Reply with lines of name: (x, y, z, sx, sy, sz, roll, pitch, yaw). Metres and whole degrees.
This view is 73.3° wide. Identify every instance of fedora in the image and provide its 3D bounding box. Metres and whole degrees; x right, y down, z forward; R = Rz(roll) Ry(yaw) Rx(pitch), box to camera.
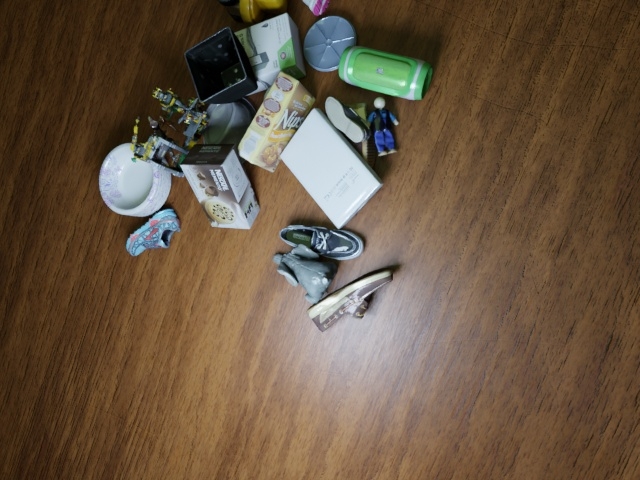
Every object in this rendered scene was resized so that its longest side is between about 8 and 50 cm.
fedora: (-0.365, -0.426, 1.634, 0.243, 0.124, 0.276, 27, 97, 18)

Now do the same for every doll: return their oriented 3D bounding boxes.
doll: (0.214, -0.387, 1.456, 0.129, 0.046, 0.189, -16, 100, -23)

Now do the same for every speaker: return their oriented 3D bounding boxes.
speaker: (0.216, -0.564, 1.446, 0.296, 0.131, 0.131, 21, 95, 18)

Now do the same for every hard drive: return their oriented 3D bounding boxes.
hard drive: (0.030, -0.248, 1.501, 0.353, 0.047, 0.233, 51, 125, 12)

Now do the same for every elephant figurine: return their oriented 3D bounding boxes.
elephant figurine: (-0.075, 0.096, 1.484, 0.239, 0.169, 0.186, 33, 125, 8)

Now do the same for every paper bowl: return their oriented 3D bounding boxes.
paper bowl: (-0.730, -0.239, 1.737, 0.284, 0.148, 0.285, -1, 87, 19)

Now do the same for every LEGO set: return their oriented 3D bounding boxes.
LEGO set: (-0.558, -0.391, 1.521, 0.255, 0.192, 0.331, 38, 96, 14)

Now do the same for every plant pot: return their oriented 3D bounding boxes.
plant pot: (-0.320, -0.576, 1.484, 0.187, 0.167, 0.188, -21, 84, 19)

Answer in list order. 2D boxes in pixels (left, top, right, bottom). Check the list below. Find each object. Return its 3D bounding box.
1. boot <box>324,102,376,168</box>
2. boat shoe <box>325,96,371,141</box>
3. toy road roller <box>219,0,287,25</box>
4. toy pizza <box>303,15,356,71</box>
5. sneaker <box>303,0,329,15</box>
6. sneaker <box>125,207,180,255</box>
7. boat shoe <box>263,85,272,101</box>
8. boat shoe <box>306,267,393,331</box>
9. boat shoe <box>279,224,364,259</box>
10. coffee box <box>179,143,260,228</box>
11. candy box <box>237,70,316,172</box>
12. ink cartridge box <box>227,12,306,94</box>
boot: (0.083, -0.350, 1.520, 0.206, 0.090, 0.249, -8, 87, 30)
boat shoe: (0.092, -0.406, 1.441, 0.206, 0.064, 0.075, 52, 138, 23)
toy road roller: (-0.232, -0.964, 1.576, 0.240, 0.202, 0.330, 13, 98, 6)
toy pizza: (0.035, -0.710, 1.559, 0.201, 0.032, 0.202, -1, 88, 20)
sneaker: (0.011, -0.949, 1.538, 0.111, 0.103, 0.252, 38, 99, 14)
sneaker: (-0.673, -0.008, 1.735, 0.261, 0.104, 0.125, -40, 79, 13)
boat shoe: (-0.188, -0.514, 1.624, 0.048, 0.042, 0.133, 11, 92, 39)
boat shoe: (0.114, 0.209, 1.464, 0.341, 0.123, 0.123, -32, 87, 18)
boat shoe: (0.000, 0.000, 1.510, 0.301, 0.102, 0.108, 14, 93, 19)
coffee box: (-0.347, -0.188, 1.531, 0.168, 0.297, 0.119, 5, 48, 18)
candy box: (-0.155, -0.412, 1.533, 0.087, 0.183, 0.317, 35, 99, 16)
ink cartridge box: (-0.210, -0.680, 1.595, 0.272, 0.114, 0.199, -11, 85, 18)
